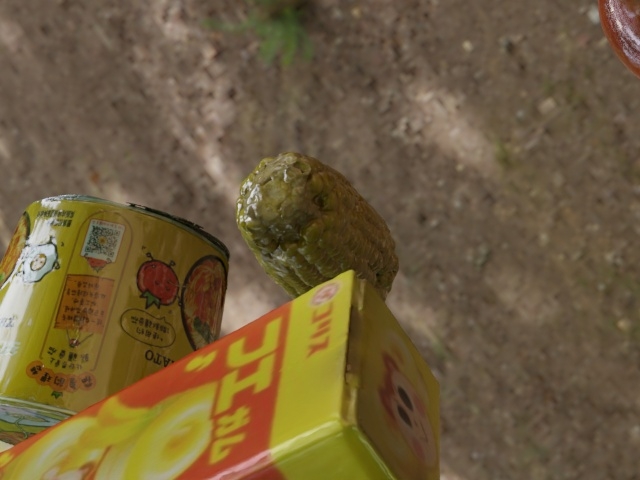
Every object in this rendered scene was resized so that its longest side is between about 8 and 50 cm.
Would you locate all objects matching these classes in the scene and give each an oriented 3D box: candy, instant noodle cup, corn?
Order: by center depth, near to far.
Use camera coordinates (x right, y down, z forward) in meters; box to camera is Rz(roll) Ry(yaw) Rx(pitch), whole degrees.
[{"bbox_3d":[-0.077,0.136,0.808,0.088,0.276,0.146,55,-163,-20],"label":"candy"},{"bbox_3d":[-0.141,0.061,1.032,0.182,0.144,0.182,12,163,4],"label":"instant noodle cup"},{"bbox_3d":[0.000,0.000,1.181,0.097,0.097,0.262,44,179,18],"label":"corn"}]

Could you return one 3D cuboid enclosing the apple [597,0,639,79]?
[{"bbox_3d":[0.324,-0.199,1.333,0.181,0.168,0.181,1,93,31],"label":"apple"}]
